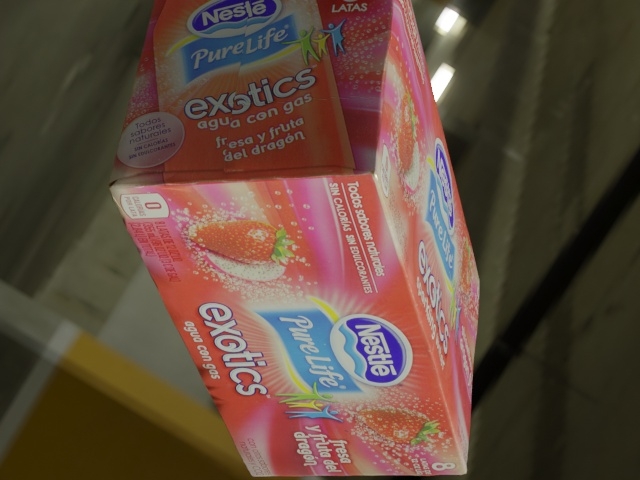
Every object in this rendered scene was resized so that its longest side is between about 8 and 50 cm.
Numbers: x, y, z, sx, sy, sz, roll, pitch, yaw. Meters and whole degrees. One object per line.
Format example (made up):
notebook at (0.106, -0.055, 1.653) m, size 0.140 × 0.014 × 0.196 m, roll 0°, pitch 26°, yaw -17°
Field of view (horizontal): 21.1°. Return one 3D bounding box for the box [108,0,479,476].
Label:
box at (0.000, 0.000, 0.992) m, size 0.300 × 0.142 × 0.154 m, roll 71°, pitch 21°, yaw -50°
